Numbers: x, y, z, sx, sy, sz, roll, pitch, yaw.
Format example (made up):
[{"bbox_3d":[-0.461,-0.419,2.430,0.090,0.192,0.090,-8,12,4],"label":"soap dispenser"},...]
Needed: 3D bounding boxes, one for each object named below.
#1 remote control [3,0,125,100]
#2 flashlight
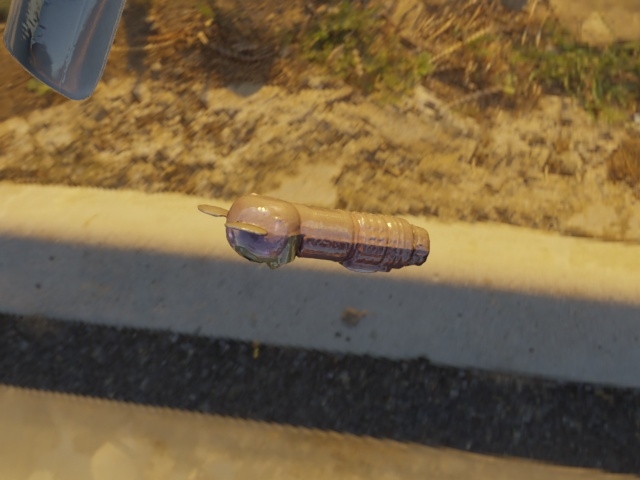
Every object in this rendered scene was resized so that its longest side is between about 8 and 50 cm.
[{"bbox_3d":[-0.225,-0.246,1.161,0.109,0.055,0.313,39,141,6],"label":"remote control"},{"bbox_3d":[0.000,0.000,0.587,0.110,0.052,0.031,8,100,-29],"label":"flashlight"}]
